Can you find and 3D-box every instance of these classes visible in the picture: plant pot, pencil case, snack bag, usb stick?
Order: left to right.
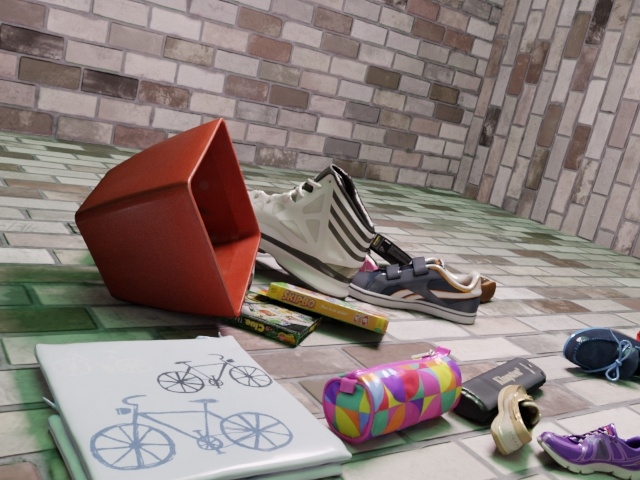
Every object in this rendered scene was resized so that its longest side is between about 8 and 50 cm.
[{"bbox_3d":[-0.271,-0.029,1.154,0.235,0.268,0.267,-9,32,11],"label":"plant pot"},{"bbox_3d":[-0.181,0.209,0.818,0.322,0.037,0.342,4,17,-37],"label":"snack bag"},{"bbox_3d":[0.110,0.219,0.930,0.104,0.105,0.236,24,18,39],"label":"pencil case"},{"bbox_3d":[0.308,0.251,1.101,0.077,0.045,0.278,23,16,36],"label":"usb stick"}]

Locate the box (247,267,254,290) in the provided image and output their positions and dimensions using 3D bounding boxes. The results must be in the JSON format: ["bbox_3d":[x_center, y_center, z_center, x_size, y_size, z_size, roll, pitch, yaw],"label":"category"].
[{"bbox_3d":[-0.303,0.025,1.410,0.321,0.059,0.232,11,13,-7],"label":"box"}]

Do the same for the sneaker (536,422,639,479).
[{"bbox_3d":[0.399,0.297,0.943,0.169,0.071,0.068,10,14,-10],"label":"sneaker"}]

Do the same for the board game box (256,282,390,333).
[{"bbox_3d":[0.009,0.128,1.272,0.259,0.039,0.124,14,-2,8],"label":"board game box"}]

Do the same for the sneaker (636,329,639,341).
[{"bbox_3d":[0.830,0.237,1.555,0.118,0.108,0.279,9,8,24],"label":"sneaker"}]

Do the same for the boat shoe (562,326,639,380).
[{"bbox_3d":[0.630,0.239,1.338,0.258,0.109,0.089,6,18,-20],"label":"boat shoe"}]

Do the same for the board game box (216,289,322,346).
[{"bbox_3d":[-0.138,0.128,1.212,0.259,0.030,0.136,17,16,16],"label":"board game box"}]

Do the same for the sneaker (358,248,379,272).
[{"bbox_3d":[0.113,0.050,1.697,0.074,0.063,0.170,-2,14,-29],"label":"sneaker"}]

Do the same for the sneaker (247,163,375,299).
[{"bbox_3d":[-0.069,-0.085,1.468,0.447,0.258,0.169,32,11,16],"label":"sneaker"}]

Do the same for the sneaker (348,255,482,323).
[{"bbox_3d":[0.215,0.094,1.492,0.320,0.128,0.126,11,15,-1],"label":"sneaker"}]

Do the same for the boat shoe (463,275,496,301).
[{"bbox_3d":[0.378,0.125,1.640,0.073,0.073,0.207,20,8,34],"label":"boat shoe"}]

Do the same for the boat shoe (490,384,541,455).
[{"bbox_3d":[0.303,0.264,0.968,0.059,0.063,0.170,-28,3,27],"label":"boat shoe"}]

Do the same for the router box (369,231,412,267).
[{"bbox_3d":[0.185,0.031,1.737,0.179,0.046,0.133,36,-1,-33],"label":"router box"}]
